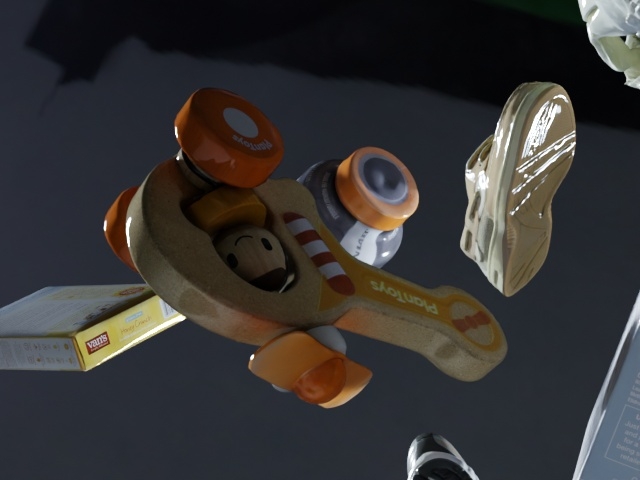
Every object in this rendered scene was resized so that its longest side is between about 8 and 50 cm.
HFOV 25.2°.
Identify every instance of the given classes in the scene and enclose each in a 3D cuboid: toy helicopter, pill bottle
[{"bbox_3d":[0.012,0.046,1.105,0.355,0.140,0.235,21,34,-32],"label":"toy helicopter"},{"bbox_3d":[0.000,0.000,1.530,0.130,0.130,0.246,25,-43,-23],"label":"pill bottle"}]

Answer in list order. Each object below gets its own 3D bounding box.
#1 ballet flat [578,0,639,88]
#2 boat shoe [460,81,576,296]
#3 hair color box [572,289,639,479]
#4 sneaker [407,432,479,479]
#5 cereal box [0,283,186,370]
[{"bbox_3d":[0.333,-0.230,1.456,0.147,0.147,0.409,15,-7,22],"label":"ballet flat"},{"bbox_3d":[0.199,-0.064,1.547,0.098,0.109,0.302,39,-28,27],"label":"boat shoe"},{"bbox_3d":[0.307,0.040,1.098,0.114,0.374,0.185,20,21,10],"label":"hair color box"},{"bbox_3d":[0.176,0.351,1.761,0.108,0.100,0.271,-101,172,-64],"label":"sneaker"},{"bbox_3d":[-0.291,0.097,1.627,0.240,0.047,0.173,-4,16,41],"label":"cereal box"}]
